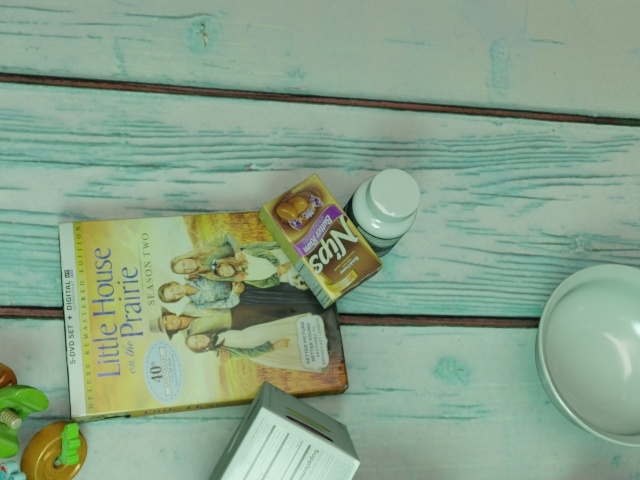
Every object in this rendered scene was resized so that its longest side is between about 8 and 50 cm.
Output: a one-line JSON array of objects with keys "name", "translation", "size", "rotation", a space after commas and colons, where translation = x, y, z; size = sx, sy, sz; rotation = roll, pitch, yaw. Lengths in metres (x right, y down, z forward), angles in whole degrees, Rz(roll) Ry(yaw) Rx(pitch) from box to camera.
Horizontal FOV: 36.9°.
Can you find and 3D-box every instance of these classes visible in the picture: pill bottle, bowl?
[{"name": "pill bottle", "translation": [0.096, -0.045, 1.545], "size": [0.107, 0.180, 0.108], "rotation": [4, 70, -12]}, {"name": "bowl", "translation": [0.468, 0.198, 1.571], "size": [0.297, 0.134, 0.298], "rotation": [5, 69, -12]}]

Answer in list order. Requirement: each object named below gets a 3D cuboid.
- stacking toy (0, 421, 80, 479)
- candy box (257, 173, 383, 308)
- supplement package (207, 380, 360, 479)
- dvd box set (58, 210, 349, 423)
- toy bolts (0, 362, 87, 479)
[{"name": "stacking toy", "translation": [-0.410, 0.353, 1.265], "size": [0.167, 0.052, 0.221], "rotation": [-2, 106, -48]}, {"name": "candy box", "translation": [0.000, 0.000, 1.513], "size": [0.109, 0.053, 0.187], "rotation": [-33, 82, -23]}, {"name": "supplement package", "translation": [-0.064, 0.326, 1.304], "size": [0.145, 0.262, 0.204], "rotation": [30, 88, -2]}, {"name": "dvd box set", "translation": [-0.183, 0.107, 1.490], "size": [0.420, 0.062, 0.308], "rotation": [-3, 71, -15]}, {"name": "toy bolts", "translation": [-0.469, 0.293, 1.335], "size": [0.158, 0.218, 0.229], "rotation": [24, 73, 35]}]
